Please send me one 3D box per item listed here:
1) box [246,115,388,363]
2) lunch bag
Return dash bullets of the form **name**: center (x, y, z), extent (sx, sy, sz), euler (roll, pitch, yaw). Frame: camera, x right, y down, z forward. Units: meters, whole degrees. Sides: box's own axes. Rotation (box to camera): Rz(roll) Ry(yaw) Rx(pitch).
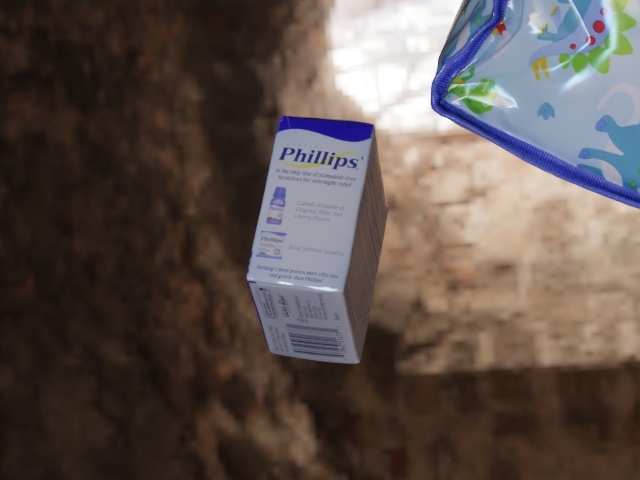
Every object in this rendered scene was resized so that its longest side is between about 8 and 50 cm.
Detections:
- **box**: center (0.000, 0.000, 1.435), extent (0.126, 0.072, 0.137), euler (78, -159, -62)
- **lunch bag**: center (0.121, -0.058, 0.644), extent (0.096, 0.151, 0.129), euler (-62, 0, 20)
